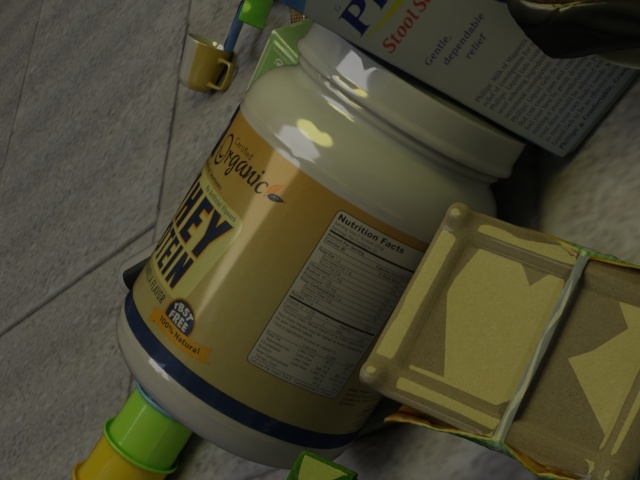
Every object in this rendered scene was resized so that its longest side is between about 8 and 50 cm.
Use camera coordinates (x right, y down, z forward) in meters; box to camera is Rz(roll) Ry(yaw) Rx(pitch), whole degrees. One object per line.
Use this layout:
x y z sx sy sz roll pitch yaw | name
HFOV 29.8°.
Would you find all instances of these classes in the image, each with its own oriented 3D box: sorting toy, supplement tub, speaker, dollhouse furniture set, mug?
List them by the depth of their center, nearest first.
0.116 0.149 0.818 0.198 0.151 0.301 22 71 26 | dollhouse furniture set
0.000 0.000 0.976 0.316 0.228 0.228 -58 31 15 | supplement tub
-0.184 0.026 1.423 0.136 0.055 0.055 -26 49 48 | speaker
-0.032 -0.381 1.434 0.196 0.047 0.347 -174 105 -80 | sorting toy
-0.150 -0.222 1.536 0.064 0.062 0.078 -67 23 15 | mug

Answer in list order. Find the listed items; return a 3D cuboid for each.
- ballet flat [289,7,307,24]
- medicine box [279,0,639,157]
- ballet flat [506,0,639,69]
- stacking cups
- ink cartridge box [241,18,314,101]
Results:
-0.001 -0.316 1.344 0.073 0.067 0.206 74 -139 -85 | ballet flat
0.086 -0.235 0.938 0.149 0.289 0.263 -54 32 20 | medicine box
0.262 -0.156 0.775 0.281 0.096 0.095 5 55 25 | ballet flat
-0.135 0.142 1.250 0.316 0.096 0.096 -55 32 10 | stacking cups
-0.012 -0.125 1.154 0.056 0.171 0.235 48 138 16 | ink cartridge box
